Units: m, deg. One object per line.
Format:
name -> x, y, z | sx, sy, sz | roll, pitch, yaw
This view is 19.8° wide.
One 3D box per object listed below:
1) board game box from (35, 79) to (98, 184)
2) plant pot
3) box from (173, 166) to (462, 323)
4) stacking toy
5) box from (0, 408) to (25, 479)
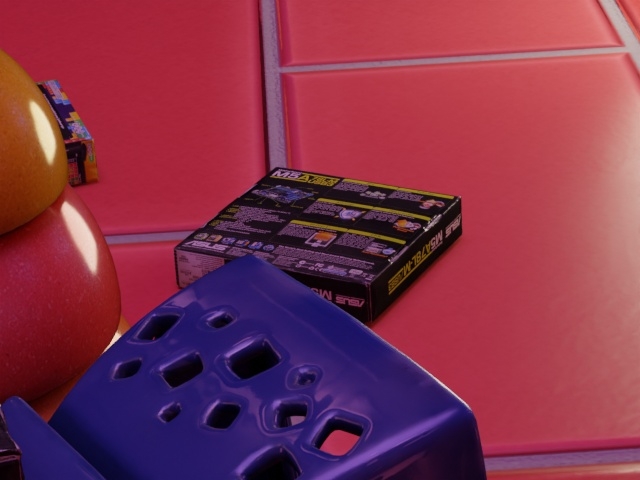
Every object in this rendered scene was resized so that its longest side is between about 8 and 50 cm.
board game box -> -0.306, -0.097, 1.803 | 0.141, 0.048, 0.170 | -13, 28, -14
plant pot -> -0.049, 0.179, 1.025 | 0.212, 0.236, 0.236 | -25, 34, -25
box -> 0.000, 0.000, 1.579 | 0.190, 0.045, 0.184 | 10, 27, 26
stacking toy -> -0.269, -0.017, 1.149 | 0.350, 0.480, 0.351 | -3, 26, 1
box -> -0.196, 0.184, 0.913 | 0.079, 0.322, 0.257 | -10, 28, -17
